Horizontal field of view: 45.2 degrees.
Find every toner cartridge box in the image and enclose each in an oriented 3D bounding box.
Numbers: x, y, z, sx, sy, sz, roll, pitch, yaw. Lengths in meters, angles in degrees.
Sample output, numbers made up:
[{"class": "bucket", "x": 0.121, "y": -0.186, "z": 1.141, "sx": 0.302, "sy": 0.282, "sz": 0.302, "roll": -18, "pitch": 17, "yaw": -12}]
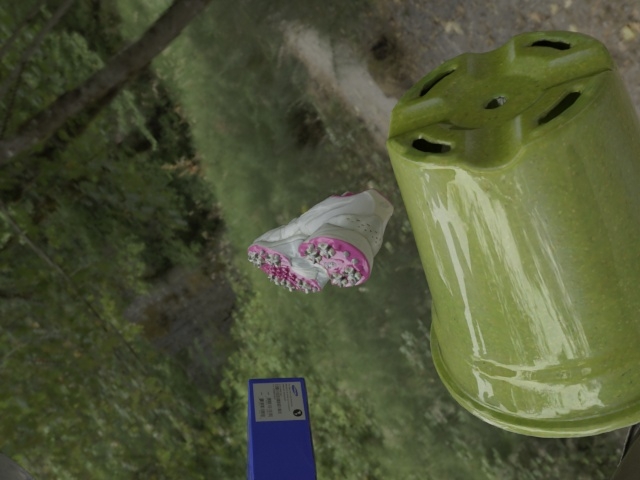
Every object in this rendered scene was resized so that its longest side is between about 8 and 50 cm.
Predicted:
[{"class": "toner cartridge box", "x": -0.057, "y": 0.354, "z": 0.990, "sx": 0.165, "sy": 0.075, "sz": 0.348, "roll": -98, "pitch": 10, "yaw": -52}]

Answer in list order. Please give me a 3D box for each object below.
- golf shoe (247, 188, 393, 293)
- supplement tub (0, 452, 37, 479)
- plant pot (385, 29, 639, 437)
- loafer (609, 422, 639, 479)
[{"class": "golf shoe", "x": 0.000, "y": 0.000, "z": 1.164, "sx": 0.115, "sy": 0.140, "sz": 0.306, "roll": 45, "pitch": 154, "yaw": -23}, {"class": "supplement tub", "x": -0.358, "y": 0.309, "z": 0.590, "sx": 0.207, "sy": 0.207, "sz": 0.338, "roll": 52, "pitch": -170, "yaw": -1}, {"class": "plant pot", "x": 0.181, "y": -0.022, "z": 0.652, "sx": 0.254, "sy": 0.276, "sz": 0.276, "roll": 59, "pitch": 174, "yaw": -33}, {"class": "loafer", "x": 0.419, "y": 0.330, "z": 0.994, "sx": 0.087, "sy": 0.251, "sz": 0.094, "roll": 28, "pitch": 158, "yaw": -29}]
